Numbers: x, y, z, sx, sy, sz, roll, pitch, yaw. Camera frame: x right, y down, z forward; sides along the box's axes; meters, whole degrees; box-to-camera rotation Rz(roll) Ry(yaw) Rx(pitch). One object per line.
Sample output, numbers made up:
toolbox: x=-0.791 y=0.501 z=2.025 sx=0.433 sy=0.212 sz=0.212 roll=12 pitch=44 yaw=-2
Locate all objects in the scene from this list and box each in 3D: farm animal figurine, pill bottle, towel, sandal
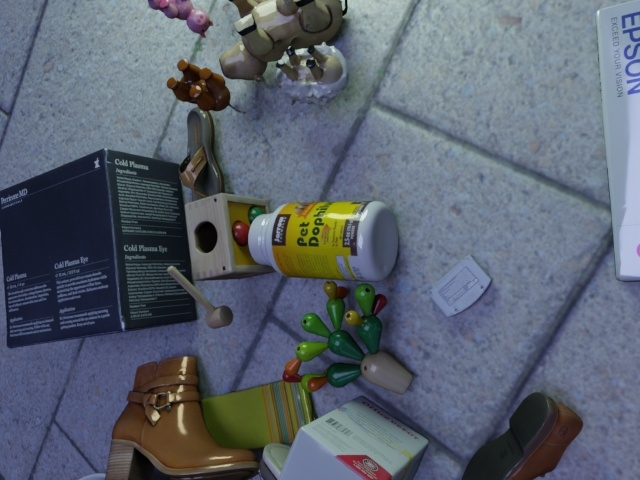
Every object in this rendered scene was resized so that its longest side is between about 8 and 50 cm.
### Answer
farm animal figurine: x=-0.107 y=-0.351 z=0.873 sx=0.326 sy=0.172 sz=0.330 roll=-4 pitch=78 yaw=18
pill bottle: x=0.000 y=0.000 z=0.813 sx=0.215 sy=0.117 sz=0.117 roll=1 pitch=88 yaw=31
towel: x=-0.110 y=0.304 z=0.926 sx=0.237 sy=0.021 sz=0.102 roll=-21 pitch=72 yaw=29
sandal: x=-0.225 y=-0.140 z=0.975 sx=0.090 sy=0.060 sz=0.219 roll=-12 pitch=82 yaw=44

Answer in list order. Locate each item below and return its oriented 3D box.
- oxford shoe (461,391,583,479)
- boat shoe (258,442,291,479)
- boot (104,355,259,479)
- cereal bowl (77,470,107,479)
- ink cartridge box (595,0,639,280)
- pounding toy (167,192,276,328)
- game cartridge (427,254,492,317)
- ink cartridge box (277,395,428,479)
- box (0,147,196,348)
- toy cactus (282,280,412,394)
oxford shoe: x=0.252 y=0.290 z=0.686 sx=0.076 sy=0.076 sz=0.212 roll=25 pitch=117 yaw=-11
boat shoe: x=0.024 y=0.433 z=0.788 sx=0.324 sy=0.116 sz=0.097 roll=33 pitch=102 yaw=21
boot: x=-0.230 y=0.314 z=0.941 sx=0.283 sy=0.109 sz=0.220 roll=-11 pitch=50 yaw=19
cereal bowl: x=-0.360 y=0.595 z=0.975 sx=0.339 sy=0.141 sz=0.339 roll=-9 pitch=71 yaw=28
ink cartridge box: x=0.482 y=-0.123 z=0.561 sx=0.330 sy=0.071 sz=0.324 roll=-6 pitch=85 yaw=32
pounding toy: x=-0.149 y=0.034 z=0.862 sx=0.094 sy=0.181 sz=0.206 roll=-13 pitch=82 yaw=29
game cartridge: x=0.197 y=0.067 z=0.753 sx=0.083 sy=0.017 sz=0.056 roll=-46 pitch=64 yaw=21
ink cartridge box: x=0.045 y=0.319 z=0.742 sx=0.128 sy=0.176 sz=0.127 roll=28 pitch=105 yaw=29
box: x=-0.435 y=0.027 z=1.035 sx=0.343 sy=0.179 sz=0.312 roll=-11 pitch=83 yaw=30
toy cactus: x=0.050 y=0.164 z=0.799 sx=0.180 sy=0.112 sz=0.219 roll=32 pitch=107 yaw=5
